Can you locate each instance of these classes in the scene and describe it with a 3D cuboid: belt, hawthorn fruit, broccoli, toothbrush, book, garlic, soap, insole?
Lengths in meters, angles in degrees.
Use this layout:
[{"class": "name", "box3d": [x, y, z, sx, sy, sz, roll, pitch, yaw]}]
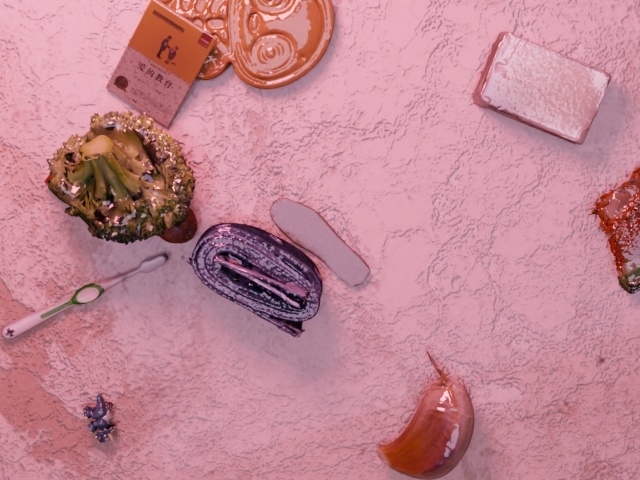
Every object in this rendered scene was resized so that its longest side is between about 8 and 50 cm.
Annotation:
[{"class": "belt", "box3d": [-0.096, 0.051, 1.873, 0.218, 0.128, 0.122, 28, 97, -2]}, {"class": "hawthorn fruit", "box3d": [-0.244, -0.037, 1.910, 0.103, 0.067, 0.067, 34, 98, 25]}, {"class": "broccoli", "box3d": [-0.298, -0.094, 1.829, 0.176, 0.226, 0.198, 41, 87, -30]}, {"class": "toothbrush", "box3d": [-0.382, 0.089, 1.941, 0.304, 0.030, 0.030, -25, 96, 6]}, {"class": "book", "box3d": [-0.249, -0.275, 1.869, 0.118, 0.012, 0.172, 32, 116, -2]}, {"class": "garlic", "box3d": [0.182, 0.290, 1.917, 0.128, 0.090, 0.198, 26, 102, 11]}, {"class": "soap", "box3d": [0.339, -0.234, 1.850, 0.183, 0.064, 0.121, 22, 97, -1]}, {"class": "insole", "box3d": [0.000, 0.000, 1.921, 0.192, 0.010, 0.063, 41, 98, -4]}]

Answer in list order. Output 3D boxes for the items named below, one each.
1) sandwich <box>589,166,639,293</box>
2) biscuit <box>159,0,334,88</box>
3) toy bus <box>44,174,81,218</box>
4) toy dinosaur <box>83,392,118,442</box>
[{"class": "sandwich", "box3d": [0.529, -0.039, 1.858, 0.235, 0.079, 0.159, -40, 94, 7]}, {"class": "biscuit", "box3d": [-0.123, -0.339, 1.869, 0.289, 0.044, 0.202, 3, 98, 0]}, {"class": "toy bus", "box3d": [-0.388, -0.071, 1.920, 0.110, 0.031, 0.043, 44, 99, -2]}, {"class": "toy dinosaur", "box3d": [-0.357, 0.290, 1.965, 0.047, 0.030, 0.083, -16, 97, 3]}]
